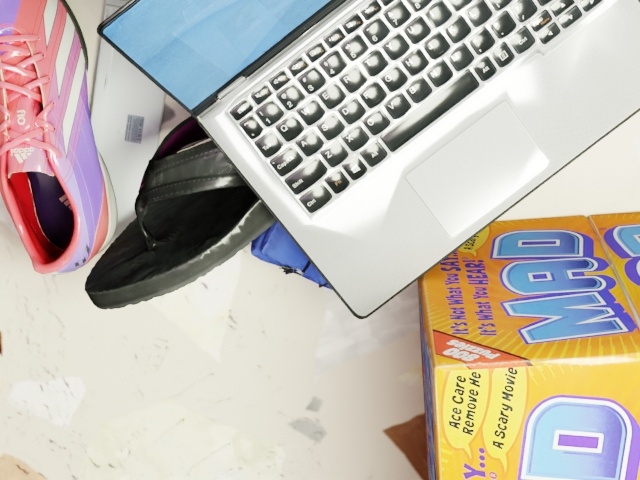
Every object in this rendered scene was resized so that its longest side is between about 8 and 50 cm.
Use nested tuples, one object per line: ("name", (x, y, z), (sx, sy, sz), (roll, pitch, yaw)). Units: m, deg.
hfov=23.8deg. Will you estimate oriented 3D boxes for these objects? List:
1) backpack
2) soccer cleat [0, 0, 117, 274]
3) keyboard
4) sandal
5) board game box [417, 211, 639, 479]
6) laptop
("backpack", (0.000, 0.000, 1.512), (0.120, 0.101, 0.098), (24, 114, -12))
("soccer cleat", (-0.276, -0.121, 1.454), (0.109, 0.116, 0.318), (-10, 106, 12))
("keyboard", (-0.196, -0.114, 1.520), (0.072, 0.014, 0.256), (8, 110, -8))
("sandal", (-0.056, -0.098, 1.446), (0.446, 0.167, 0.107), (-36, 115, 3))
("board game box", (0.283, 0.198, 1.442), (0.356, 0.356, 0.356), (-4, 109, 2))
("laptop", (0.087, -0.153, 1.241), (0.382, 0.236, 0.408), (-37, 111, 4))
